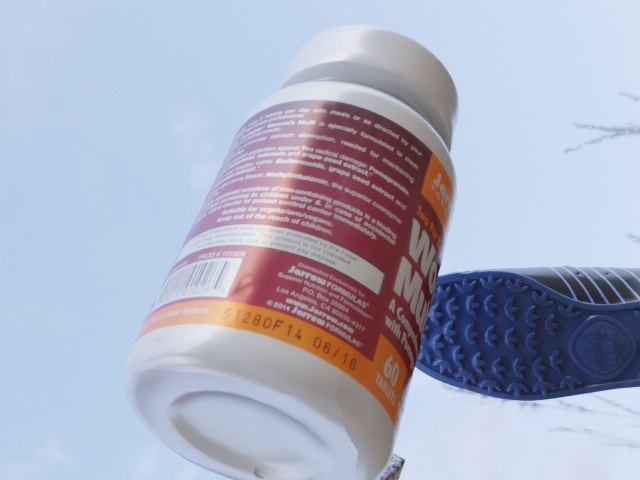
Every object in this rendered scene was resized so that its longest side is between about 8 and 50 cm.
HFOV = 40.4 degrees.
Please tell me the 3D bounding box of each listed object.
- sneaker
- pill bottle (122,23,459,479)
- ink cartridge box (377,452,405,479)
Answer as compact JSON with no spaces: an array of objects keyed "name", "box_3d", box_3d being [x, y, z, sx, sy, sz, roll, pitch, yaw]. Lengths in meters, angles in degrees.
[{"name":"sneaker","box_3d":[0.165,0.056,0.548,0.090,0.232,0.081,1,-90,-76]},{"name":"pill bottle","box_3d":[0.000,0.000,0.429,0.121,0.121,0.221,46,-133,-30]},{"name":"ink cartridge box","box_3d":[0.017,0.197,0.712,0.115,0.063,0.029,-18,-51,-58]}]
